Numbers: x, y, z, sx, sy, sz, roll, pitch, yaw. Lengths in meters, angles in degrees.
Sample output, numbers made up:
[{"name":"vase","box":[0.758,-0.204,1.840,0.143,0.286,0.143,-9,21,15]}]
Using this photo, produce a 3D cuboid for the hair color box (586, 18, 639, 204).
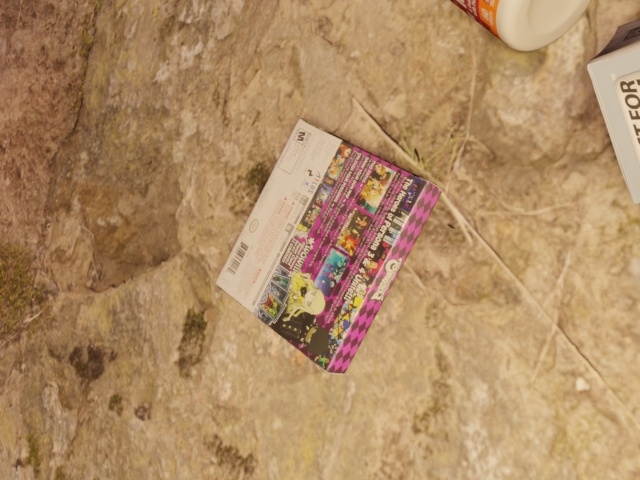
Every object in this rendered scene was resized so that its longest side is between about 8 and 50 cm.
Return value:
[{"name":"hair color box","box":[0.390,-0.148,0.488,0.374,0.185,0.114,-15,104,33]}]

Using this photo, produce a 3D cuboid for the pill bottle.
[{"name":"pill bottle","box":[0.167,-0.298,0.756,0.121,0.121,0.221,-49,54,16]}]

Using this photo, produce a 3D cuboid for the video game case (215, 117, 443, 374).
[{"name":"video game case","box":[0.000,0.000,0.849,0.210,0.041,0.232,32,97,39]}]
